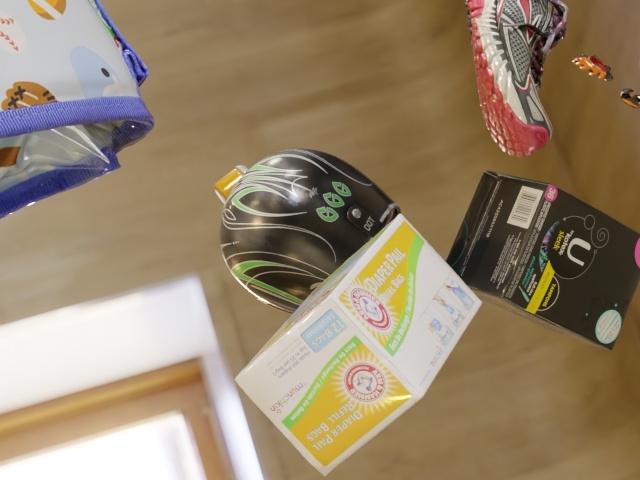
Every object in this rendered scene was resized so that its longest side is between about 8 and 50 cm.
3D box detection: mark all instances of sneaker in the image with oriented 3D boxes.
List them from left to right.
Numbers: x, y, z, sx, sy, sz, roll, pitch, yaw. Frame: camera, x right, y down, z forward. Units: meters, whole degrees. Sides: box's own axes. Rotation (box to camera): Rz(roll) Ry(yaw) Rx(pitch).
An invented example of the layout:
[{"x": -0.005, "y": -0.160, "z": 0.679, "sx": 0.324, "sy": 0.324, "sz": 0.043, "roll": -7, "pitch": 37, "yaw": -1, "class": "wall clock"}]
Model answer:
[{"x": 0.219, "y": -0.218, "z": 1.885, "sx": 0.121, "sy": 0.112, "sz": 0.299, "roll": 77, "pitch": -172, "yaw": -49, "class": "sneaker"}]

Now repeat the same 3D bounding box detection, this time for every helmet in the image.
[{"x": -0.018, "y": -0.010, "z": 1.683, "sx": 0.169, "sy": 0.161, "sz": 0.169, "roll": -61, "pitch": -12, "yaw": -24, "class": "helmet"}]

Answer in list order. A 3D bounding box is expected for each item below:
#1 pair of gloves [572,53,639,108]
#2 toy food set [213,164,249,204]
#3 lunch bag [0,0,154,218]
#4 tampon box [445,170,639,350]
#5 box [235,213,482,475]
[{"x": 0.249, "y": -0.131, "z": 1.467, "sx": 0.083, "sy": 0.010, "sz": 0.074, "roll": 35, "pitch": -178, "yaw": -7, "class": "pair of gloves"}, {"x": 0.000, "y": 0.000, "z": 1.836, "sx": 0.232, "sy": 0.104, "sz": 0.111, "roll": 52, "pitch": 169, "yaw": -6, "class": "toy food set"}, {"x": -0.321, "y": -0.143, "z": 1.023, "sx": 0.328, "sy": 0.385, "sz": 0.239, "roll": 62, "pitch": 145, "yaw": 6, "class": "lunch bag"}, {"x": 0.223, "y": 0.019, "z": 1.695, "sx": 0.101, "sy": 0.161, "sz": 0.120, "roll": 18, "pitch": 85, "yaw": 56, "class": "tampon box"}, {"x": 0.034, "y": 0.078, "z": 1.365, "sx": 0.103, "sy": 0.114, "sz": 0.203, "roll": 47, "pitch": -153, "yaw": -2, "class": "box"}]
